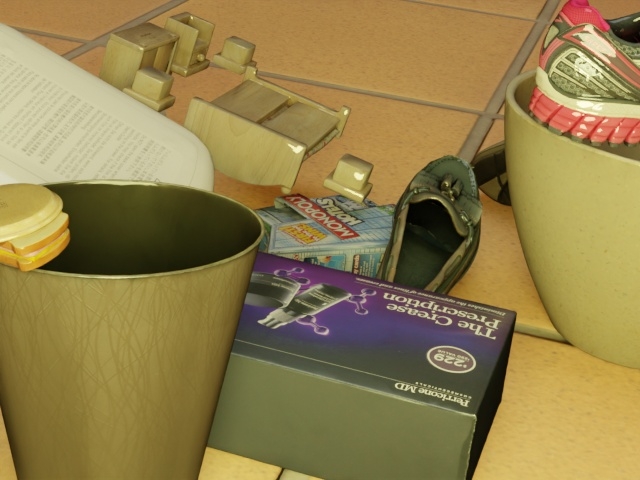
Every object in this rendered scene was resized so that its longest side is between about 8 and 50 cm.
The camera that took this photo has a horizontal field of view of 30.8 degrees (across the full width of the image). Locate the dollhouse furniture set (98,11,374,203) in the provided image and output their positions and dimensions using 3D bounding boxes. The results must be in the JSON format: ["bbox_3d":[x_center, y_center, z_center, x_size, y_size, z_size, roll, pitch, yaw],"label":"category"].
[{"bbox_3d":[-0.091,-0.113,1.405,0.356,0.173,0.303,25,24,8],"label":"dollhouse furniture set"}]

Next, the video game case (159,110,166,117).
[{"bbox_3d":[-0.347,-0.178,1.591,0.183,0.023,0.201,23,30,32],"label":"video game case"}]

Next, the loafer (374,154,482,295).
[{"bbox_3d":[0.112,-0.001,1.147,0.096,0.084,0.267,24,49,3],"label":"loafer"}]

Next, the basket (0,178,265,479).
[{"bbox_3d":[-0.147,0.089,0.827,0.204,0.226,0.154,-1,26,-13],"label":"basket"}]

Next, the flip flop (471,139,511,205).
[{"bbox_3d":[0.294,-0.107,1.373,0.277,0.112,0.080,-16,28,53],"label":"flip flop"}]

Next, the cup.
[{"bbox_3d":[0.330,-0.014,1.139,0.331,0.236,0.331,4,25,-2],"label":"cup"}]

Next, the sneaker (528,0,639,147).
[{"bbox_3d":[0.335,-0.140,0.999,0.299,0.112,0.121,1,26,-11],"label":"sneaker"}]

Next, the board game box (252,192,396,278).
[{"bbox_3d":[0.000,0.000,1.246,0.194,0.060,0.194,-10,29,-32],"label":"board game box"}]

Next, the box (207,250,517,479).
[{"bbox_3d":[0.016,0.108,0.975,0.261,0.103,0.184,13,29,14],"label":"box"}]

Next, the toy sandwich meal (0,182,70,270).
[{"bbox_3d":[-0.196,-0.009,0.727,0.086,0.029,0.085,-5,27,3],"label":"toy sandwich meal"}]

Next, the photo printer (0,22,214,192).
[{"bbox_3d":[-0.264,-0.068,1.162,0.308,0.107,0.256,29,39,-4],"label":"photo printer"}]
